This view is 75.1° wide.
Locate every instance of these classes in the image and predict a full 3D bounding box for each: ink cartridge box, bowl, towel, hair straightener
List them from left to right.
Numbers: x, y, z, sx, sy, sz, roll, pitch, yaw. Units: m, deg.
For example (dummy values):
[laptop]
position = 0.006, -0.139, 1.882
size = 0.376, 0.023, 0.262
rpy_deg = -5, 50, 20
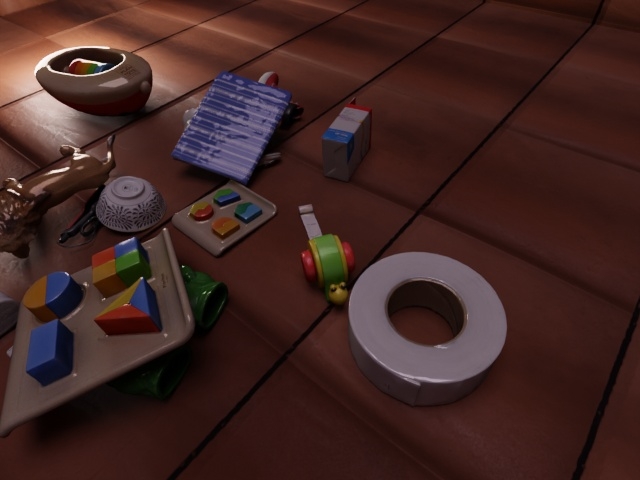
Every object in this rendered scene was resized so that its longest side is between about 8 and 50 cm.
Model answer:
[hair straightener]
position = -0.586, -0.064, 1.071
size = 0.089, 0.047, 0.230
rpy_deg = 9, 43, 10
[bowl]
position = -0.488, -0.110, 1.064
size = 0.170, 0.080, 0.170
rpy_deg = 7, 51, -9
[towel]
position = -0.251, -0.335, 1.209
size = 0.244, 0.040, 0.335
rpy_deg = 20, 70, 8
[ink cartridge box]
position = 0.087, -0.293, 1.188
size = 0.078, 0.134, 0.231
rpy_deg = 17, 51, 19

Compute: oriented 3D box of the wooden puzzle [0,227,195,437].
[wooden puzzle]
position = -0.422, 0.128, 0.764
size = 0.348, 0.080, 0.322
rpy_deg = -29, 43, -8

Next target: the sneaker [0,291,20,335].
[sneaker]
position = -0.782, 0.191, 0.823
size = 0.169, 0.108, 0.292
rpy_deg = 23, 43, 24

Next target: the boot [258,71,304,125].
[boot]
position = -0.131, -0.478, 1.408
size = 0.177, 0.088, 0.244
rpy_deg = 7, 55, 8

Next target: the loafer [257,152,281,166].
[loafer]
position = -0.175, -0.229, 1.216
size = 0.125, 0.039, 0.045
rpy_deg = -12, 15, -12

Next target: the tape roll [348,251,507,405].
[tape roll]
position = 0.193, 0.159, 0.792
size = 0.287, 0.100, 0.286
rpy_deg = -1, 48, 1

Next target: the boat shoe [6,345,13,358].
[boat shoe]
position = -0.589, 0.197, 0.847
size = 0.035, 0.035, 0.100
rpy_deg = 24, 60, 19

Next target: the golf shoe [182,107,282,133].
[golf shoe]
position = -0.270, -0.336, 1.282
size = 0.307, 0.115, 0.140
rpy_deg = -5, 63, 1

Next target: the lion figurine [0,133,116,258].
[lion figurine]
position = -0.663, -0.134, 1.051
size = 0.392, 0.142, 0.240
rpy_deg = -44, 40, -13

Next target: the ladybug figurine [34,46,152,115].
[ladybug figurine]
position = -0.768, -0.546, 1.449
size = 0.450, 0.161, 0.305
rpy_deg = 20, 51, 21

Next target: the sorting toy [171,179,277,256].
[sorting toy]
position = -0.247, -0.070, 1.068
size = 0.193, 0.038, 0.208
rpy_deg = 32, 57, 28

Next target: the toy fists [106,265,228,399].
[toy fists]
position = -0.307, 0.166, 0.817
size = 0.143, 0.096, 0.279
rpy_deg = 10, 50, 18

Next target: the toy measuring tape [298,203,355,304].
[toy measuring tape]
position = 0.000, 0.000, 0.940
size = 0.122, 0.121, 0.330
rpy_deg = -12, 48, -8
